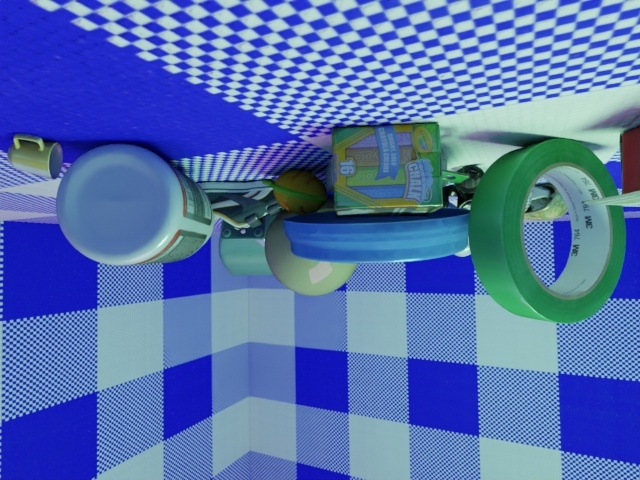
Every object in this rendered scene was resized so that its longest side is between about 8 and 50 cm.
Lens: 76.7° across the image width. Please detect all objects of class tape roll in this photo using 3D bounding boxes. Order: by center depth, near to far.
[{"bbox_3d":[0.416,-0.016,0.732,0.321,0.321,0.077,0,179,-24],"label":"tape roll"}]

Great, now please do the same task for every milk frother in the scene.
[{"bbox_3d":[0.370,-0.126,0.979,0.129,0.143,0.134,24,-143,3],"label":"milk frother"}]

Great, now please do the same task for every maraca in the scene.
[{"bbox_3d":[-0.059,-0.116,0.934,0.127,0.099,0.186,9,-168,-39],"label":"maraca"}]

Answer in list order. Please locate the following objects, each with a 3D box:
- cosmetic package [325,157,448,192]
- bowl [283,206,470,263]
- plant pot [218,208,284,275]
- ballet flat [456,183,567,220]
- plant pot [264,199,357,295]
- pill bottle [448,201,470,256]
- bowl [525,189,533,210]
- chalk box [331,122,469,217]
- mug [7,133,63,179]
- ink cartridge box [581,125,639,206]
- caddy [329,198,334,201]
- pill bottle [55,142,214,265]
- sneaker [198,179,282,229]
[{"bbox_3d":[0.135,-0.137,0.856,0.239,0.060,0.099,-1,180,-7],"label":"cosmetic package"},{"bbox_3d":[0.117,-0.020,0.858,0.391,0.077,0.391,-3,-173,0],"label":"bowl"},{"bbox_3d":[-0.223,-0.030,1.378,0.248,0.247,0.252,-1,161,8],"label":"plant pot"},{"bbox_3d":[0.563,-0.115,1.249,0.349,0.123,0.123,-2,178,40],"label":"ballet flat"},{"bbox_3d":[0.000,0.000,1.116,0.284,0.284,0.191,0,166,-17],"label":"plant pot"},{"bbox_3d":[0.363,-0.045,1.230,0.272,0.152,0.152,25,163,-33],"label":"pill bottle"},{"bbox_3d":[0.499,-0.093,1.103,0.170,0.080,0.170,-20,-167,5],"label":"bowl"},{"bbox_3d":[0.128,-0.110,0.668,0.213,0.132,0.132,-2,177,3],"label":"chalk box"},{"bbox_3d":[-0.471,-0.143,0.665,0.064,0.078,0.062,8,-152,-15],"label":"mug"},{"bbox_3d":[0.555,-0.122,0.518,0.272,0.130,0.309,1,178,3],"label":"ink cartridge box"},{"bbox_3d":[0.048,-0.028,1.435,0.179,0.241,0.341,3,179,12],"label":"caddy"},{"bbox_3d":[-0.345,-0.055,0.844,0.210,0.210,0.363,-1,178,-3],"label":"pill bottle"},{"bbox_3d":[-0.171,-0.094,1.084,0.321,0.127,0.126,-3,177,5],"label":"sneaker"}]
